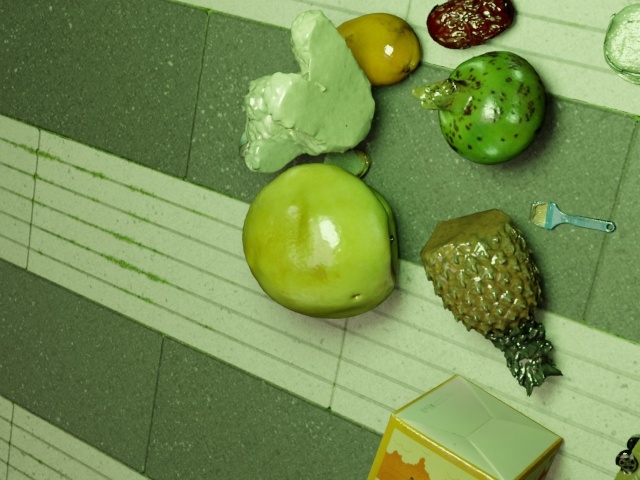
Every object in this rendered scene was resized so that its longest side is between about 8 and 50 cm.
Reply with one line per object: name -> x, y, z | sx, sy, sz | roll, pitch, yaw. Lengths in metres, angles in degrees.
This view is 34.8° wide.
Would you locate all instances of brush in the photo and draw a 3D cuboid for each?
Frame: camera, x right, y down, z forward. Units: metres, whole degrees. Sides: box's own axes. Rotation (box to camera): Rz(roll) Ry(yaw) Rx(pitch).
brush -> 0.470, -0.039, 1.913 | 0.164, 0.014, 0.051 | 12, 106, 30

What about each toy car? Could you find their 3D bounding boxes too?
toy car -> 0.631, 0.350, 1.828 | 0.124, 0.101, 0.256 | 33, 117, 19

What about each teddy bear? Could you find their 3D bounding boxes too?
teddy bear -> -0.092, -0.286, 2.010 | 0.362, 0.375, 0.327 | 16, 79, 35

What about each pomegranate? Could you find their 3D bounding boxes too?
pomegranate -> 0.293, -0.246, 1.857 | 0.211, 0.263, 0.211 | -23, 61, 48

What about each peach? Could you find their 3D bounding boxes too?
peach -> 0.006, 0.005, 2.065 | 0.316, 0.281, 0.314 | -13, 85, 25

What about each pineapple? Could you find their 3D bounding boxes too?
pineapple -> 0.336, 0.126, 1.942 | 0.202, 0.202, 0.362 | -19, 101, 34

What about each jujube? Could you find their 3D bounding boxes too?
jujube -> 0.281, -0.407, 1.918 | 0.166, 0.104, 0.104 | 0, 99, 32

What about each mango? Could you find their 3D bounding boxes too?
mango -> 0.101, -0.382, 2.041 | 0.219, 0.112, 0.144 | 16, 108, 43

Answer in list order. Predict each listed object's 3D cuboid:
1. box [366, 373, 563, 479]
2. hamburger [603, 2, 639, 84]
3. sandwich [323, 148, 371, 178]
box -> 0.272, 0.439, 1.969 | 0.259, 0.283, 0.214 | 31, 116, 25
hamburger -> 0.555, -0.343, 1.771 | 0.133, 0.062, 0.140 | 39, 115, 20
sandwich -> 0.054, -0.162, 2.151 | 0.105, 0.036, 0.093 | -36, 78, 32
